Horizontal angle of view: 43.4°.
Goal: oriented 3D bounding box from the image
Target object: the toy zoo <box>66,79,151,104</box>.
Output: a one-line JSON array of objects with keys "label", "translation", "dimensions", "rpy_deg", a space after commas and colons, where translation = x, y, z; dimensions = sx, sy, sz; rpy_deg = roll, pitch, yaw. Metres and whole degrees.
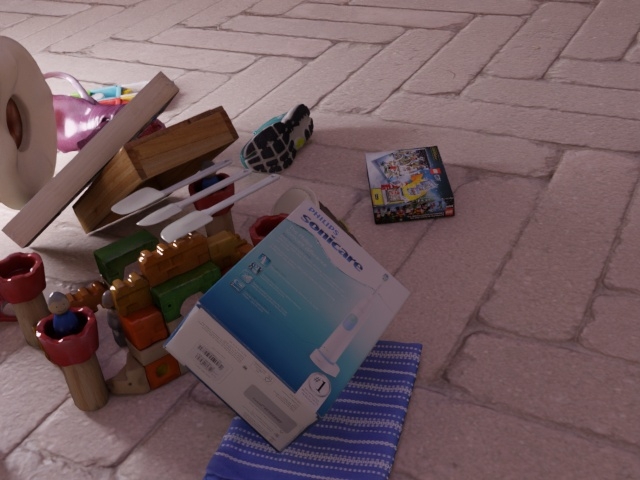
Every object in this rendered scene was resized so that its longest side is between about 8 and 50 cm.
[{"label": "toy zoo", "translation": [-0.561, -0.384, 2.226], "dimensions": [0.294, 0.030, 0.192], "rpy_deg": [-11, 33, -6]}]

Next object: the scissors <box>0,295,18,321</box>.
[{"label": "scissors", "translation": [-0.621, 0.151, 1.377], "dimensions": [0.109, 0.021, 0.297], "rpy_deg": [48, 55, 5]}]

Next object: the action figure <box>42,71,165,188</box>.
[{"label": "action figure", "translation": [-0.479, -0.276, 1.847], "dimensions": [0.370, 0.275, 0.248], "rpy_deg": [5, 26, 43]}]

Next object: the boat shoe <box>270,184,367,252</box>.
[{"label": "boat shoe", "translation": [0.000, 0.000, 1.468], "dimensions": [0.116, 0.097, 0.324], "rpy_deg": [-51, 33, 7]}]

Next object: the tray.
[{"label": "tray", "translation": [-0.330, -0.128, 1.539], "dimensions": [0.203, 0.076, 0.411], "rpy_deg": [-29, 2, -31]}]

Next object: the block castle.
[{"label": "block castle", "translation": [-0.278, 0.050, 1.335], "dimensions": [0.453, 0.212, 0.303], "rpy_deg": [-26, 37, -28]}]

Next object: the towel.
[{"label": "towel", "translation": [-0.001, 0.241, 1.147], "dimensions": [0.243, 0.040, 0.336], "rpy_deg": [5, 34, 16]}]

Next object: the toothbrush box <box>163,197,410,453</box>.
[{"label": "toothbrush box", "translation": [-0.036, 0.108, 1.129], "dimensions": [0.216, 0.126, 0.295], "rpy_deg": [42, 43, 0]}]

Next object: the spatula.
[{"label": "spatula", "translation": [-0.199, -0.077, 1.308], "dimensions": [0.168, 0.019, 0.242], "rpy_deg": [21, 42, 40]}]

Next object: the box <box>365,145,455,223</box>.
[{"label": "box", "translation": [0.180, -0.119, 1.663], "dimensions": [0.159, 0.044, 0.233], "rpy_deg": [-6, 33, 2]}]

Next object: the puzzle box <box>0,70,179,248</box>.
[{"label": "puzzle box", "translation": [-0.444, -0.149, 1.557], "dimensions": [0.409, 0.052, 0.272], "rpy_deg": [-48, 13, -11]}]

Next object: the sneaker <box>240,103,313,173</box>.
[{"label": "sneaker", "translation": [-0.110, -0.225, 1.862], "dimensions": [0.110, 0.107, 0.275], "rpy_deg": [-10, 22, 32]}]

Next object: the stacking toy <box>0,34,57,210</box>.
[{"label": "stacking toy", "translation": [-0.814, -0.223, 1.632], "dimensions": [0.481, 0.350, 0.350], "rpy_deg": [-4, 33, 4]}]
